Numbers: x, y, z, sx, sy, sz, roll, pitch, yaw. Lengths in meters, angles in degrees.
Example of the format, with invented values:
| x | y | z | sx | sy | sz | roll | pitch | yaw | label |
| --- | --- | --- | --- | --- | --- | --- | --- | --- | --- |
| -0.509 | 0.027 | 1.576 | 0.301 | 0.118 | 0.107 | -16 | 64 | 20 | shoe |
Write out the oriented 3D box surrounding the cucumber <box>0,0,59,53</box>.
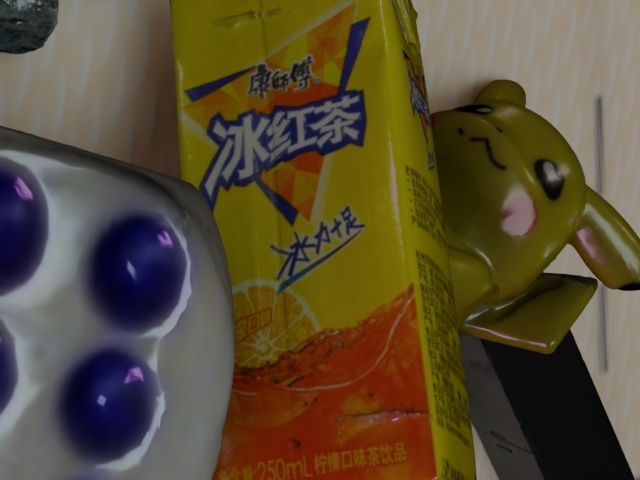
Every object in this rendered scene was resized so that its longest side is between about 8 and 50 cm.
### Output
| x | y | z | sx | sy | sz | roll | pitch | yaw | label |
| --- | --- | --- | --- | --- | --- | --- | --- | --- | --- |
| -0.225 | -0.149 | 0.840 | 0.112 | 0.064 | 0.064 | -3 | 102 | -32 | cucumber |

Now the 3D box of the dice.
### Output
| x | y | z | sx | sy | sz | roll | pitch | yaw | label |
| --- | --- | --- | --- | --- | --- | --- | --- | --- | --- |
| -0.208 | 0.059 | 0.780 | 0.243 | 0.251 | 0.259 | 14 | 92 | -35 | dice |

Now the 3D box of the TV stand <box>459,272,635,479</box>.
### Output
| x | y | z | sx | sy | sz | roll | pitch | yaw | label |
| --- | --- | --- | --- | --- | --- | --- | --- | --- | --- |
| 0.184 | 0.146 | 1.150 | 0.088 | 0.083 | 0.269 | -37 | 116 | -20 | TV stand |

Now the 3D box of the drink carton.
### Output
| x | y | z | sx | sy | sz | roll | pitch | yaw | label |
| --- | --- | --- | --- | --- | --- | --- | --- | --- | --- |
| 0.000 | 0.000 | 0.856 | 0.111 | 0.155 | 0.351 | 48 | 34 | -63 | drink carton |

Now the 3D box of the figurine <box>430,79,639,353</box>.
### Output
| x | y | z | sx | sy | sz | roll | pitch | yaw | label |
| --- | --- | --- | --- | --- | --- | --- | --- | --- | --- |
| 0.091 | 0.008 | 0.997 | 0.327 | 0.218 | 0.169 | -35 | 156 | -12 | figurine |
